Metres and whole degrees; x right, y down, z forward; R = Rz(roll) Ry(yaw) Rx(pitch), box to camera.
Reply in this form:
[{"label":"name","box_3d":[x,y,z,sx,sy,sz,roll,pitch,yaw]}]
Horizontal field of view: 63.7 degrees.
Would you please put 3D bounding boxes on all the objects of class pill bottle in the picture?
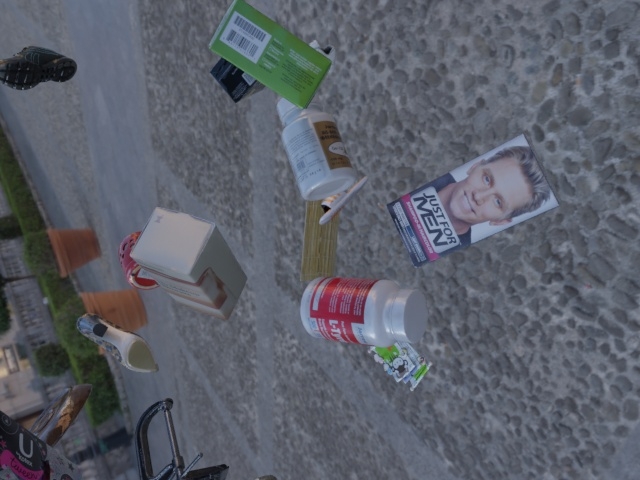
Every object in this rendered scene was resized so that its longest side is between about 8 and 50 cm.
[{"label":"pill bottle","box_3d":[0.149,0.245,1.778,0.407,0.229,0.229,-1,105,39]},{"label":"pill bottle","box_3d":[-0.016,-0.219,1.173,0.131,0.131,0.230,-38,69,58]}]

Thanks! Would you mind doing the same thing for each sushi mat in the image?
[{"label":"sushi mat","box_3d":[0.000,0.000,1.985,0.019,0.151,0.317,8,93,62]}]

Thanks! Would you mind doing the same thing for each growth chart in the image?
[{"label":"growth chart","box_3d":[0.275,0.416,1.822,0.237,0.021,0.172,40,122,33]}]

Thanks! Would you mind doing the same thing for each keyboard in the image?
[{"label":"keyboard","box_3d":[-0.335,0.617,1.284,0.317,0.201,0.033,110,151,-53]}]

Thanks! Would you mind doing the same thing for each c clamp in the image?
[{"label":"c clamp","box_3d":[-0.233,0.303,0.774,0.137,0.022,0.161,-52,43,12]}]

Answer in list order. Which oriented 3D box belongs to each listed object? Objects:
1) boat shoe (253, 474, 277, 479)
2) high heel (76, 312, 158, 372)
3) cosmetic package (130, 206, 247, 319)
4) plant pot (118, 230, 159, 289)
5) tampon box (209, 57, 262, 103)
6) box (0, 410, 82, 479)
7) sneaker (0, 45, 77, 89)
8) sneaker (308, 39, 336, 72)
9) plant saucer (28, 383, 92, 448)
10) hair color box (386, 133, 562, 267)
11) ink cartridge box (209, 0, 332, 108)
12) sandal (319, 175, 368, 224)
[{"label":"boat shoe","box_3d":[-0.176,0.600,1.075,0.305,0.109,0.091,-50,22,26]},{"label":"high heel","box_3d":[-0.614,0.311,1.569,0.186,0.093,0.261,4,143,50]},{"label":"cosmetic package","box_3d":[-0.289,0.064,1.188,0.153,0.129,0.296,16,156,16]},{"label":"plant pot","box_3d":[-0.681,0.087,2.007,0.174,0.190,0.191,-119,30,-45]},{"label":"tampon box","box_3d":[-0.172,-0.439,1.300,0.120,0.161,0.101,-34,100,39]},{"label":"box","box_3d":[-0.531,0.420,0.850,0.142,0.163,0.247,57,171,48]},{"label":"sneaker","box_3d":[-0.871,-0.523,1.549,0.106,0.267,0.101,40,120,5]},{"label":"sneaker","box_3d":[-0.047,-0.668,1.862,0.090,0.232,0.115,57,150,35]},{"label":"plant saucer","box_3d":[-0.814,0.555,1.549,0.050,0.311,0.310,43,156,-20]},{"label":"hair color box","box_3d":[0.345,-0.085,1.187,0.347,0.105,0.174,-28,84,28]},{"label":"ink cartridge box","box_3d":[-0.082,-0.336,0.965,0.097,0.188,0.255,-56,8,13]},{"label":"sandal","box_3d":[0.067,-0.161,1.879,0.076,0.265,0.102,43,157,5]}]
